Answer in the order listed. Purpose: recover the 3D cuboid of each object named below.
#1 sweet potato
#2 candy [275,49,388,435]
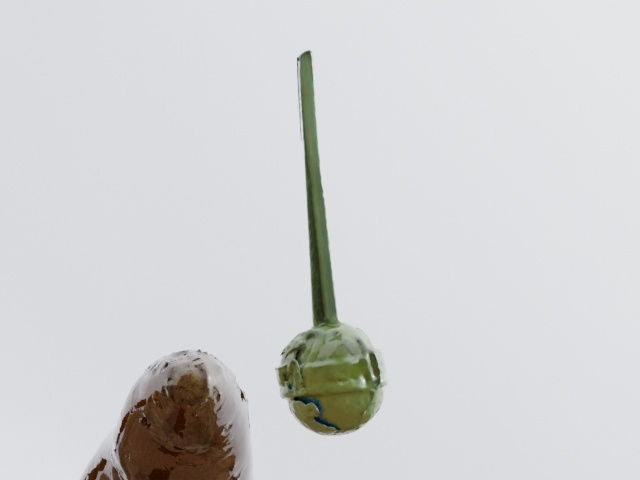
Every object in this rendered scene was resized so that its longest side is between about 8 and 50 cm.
[{"bbox_3d":[-0.085,0.165,0.905,0.112,0.112,0.359,12,-43,13],"label":"sweet potato"},{"bbox_3d":[0.000,0.000,1.405,0.092,0.336,0.093,-2,-6,-21],"label":"candy"}]
